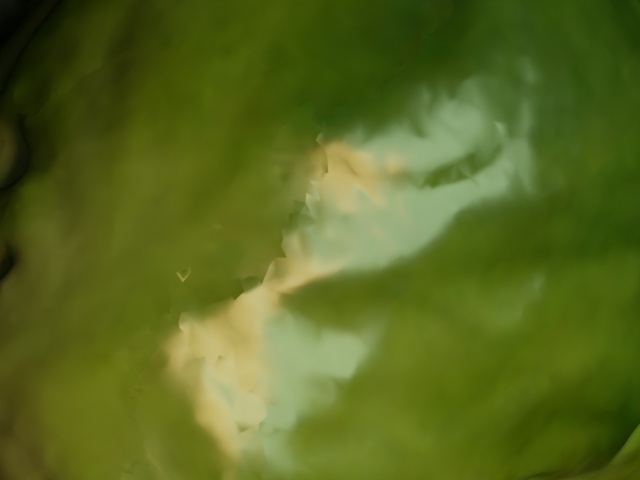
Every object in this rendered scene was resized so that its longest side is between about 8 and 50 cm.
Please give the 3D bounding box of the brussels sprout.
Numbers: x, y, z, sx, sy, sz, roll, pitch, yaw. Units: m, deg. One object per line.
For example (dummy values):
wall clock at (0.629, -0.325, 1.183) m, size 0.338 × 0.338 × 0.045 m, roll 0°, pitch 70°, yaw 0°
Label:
brussels sprout at (0.000, 0.000, 0.738) m, size 0.371 × 0.276 × 0.314 m, roll -20°, pitch 111°, yaw -41°
